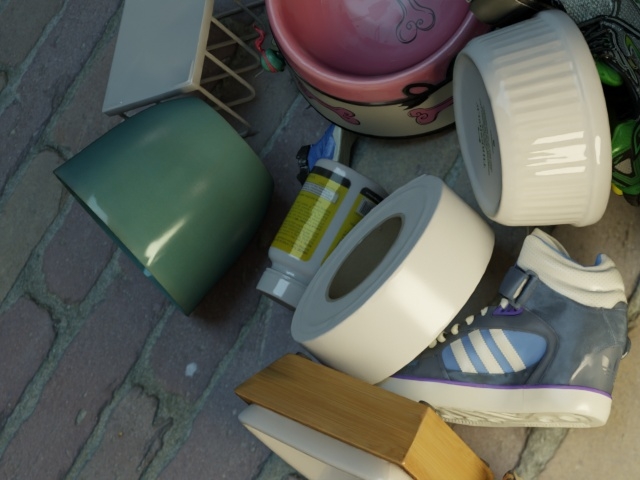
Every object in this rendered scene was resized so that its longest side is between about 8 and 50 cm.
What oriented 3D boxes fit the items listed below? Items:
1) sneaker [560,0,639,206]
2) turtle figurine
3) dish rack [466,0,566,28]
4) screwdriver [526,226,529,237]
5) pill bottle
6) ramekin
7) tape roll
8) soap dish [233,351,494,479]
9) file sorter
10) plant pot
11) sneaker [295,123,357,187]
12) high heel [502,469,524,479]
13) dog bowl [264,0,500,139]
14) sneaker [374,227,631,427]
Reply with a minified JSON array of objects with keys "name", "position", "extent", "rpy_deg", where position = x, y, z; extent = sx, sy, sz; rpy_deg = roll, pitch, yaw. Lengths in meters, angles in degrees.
[{"name":"sneaker","position":[0.372,-0.218,1.886],"extent":[0.134,0.146,0.344],"rpy_deg":[-29,51,23]},{"name":"turtle figurine","position":[-0.009,-0.306,2.272],"extent":[0.234,0.118,0.175],"rpy_deg":[-36,48,11]},{"name":"dish rack","position":[0.181,-0.376,1.872],"extent":[0.074,0.208,0.271],"rpy_deg":[-41,74,20]},{"name":"screwdriver","position":[0.266,0.051,1.901],"extent":[0.024,0.025,0.170],"rpy_deg":[-14,64,33]},{"name":"pill bottle","position":[0.000,0.000,2.084],"extent":[0.119,0.119,0.208],"rpy_deg":[22,81,44]},{"name":"ramekin","position":[0.251,-0.140,1.803],"extent":[0.127,0.273,0.273],"rpy_deg":[-11,52,-7]},{"name":"tape roll","position":[0.092,0.050,1.905],"extent":[0.286,0.100,0.286],"rpy_deg":[-45,14,15]},{"name":"soap dish","position":[0.061,0.256,1.822],"extent":[0.291,0.229,0.118],"rpy_deg":[17,69,43]},{"name":"file sorter","position":[-0.204,-0.309,2.384],"extent":[0.192,0.173,0.278],"rpy_deg":[-12,59,35]},{"name":"plant pot","position":[-0.211,-0.071,2.194],"extent":[0.235,0.293,0.293],"rpy_deg":[-42,45,-8]},{"name":"sneaker","position":[0.006,-0.145,2.201],"extent":[0.084,0.058,0.152],"rpy_deg":[2,74,30]},{"name":"high heel","position":[0.201,0.411,1.706],"extent":[0.186,0.093,0.261],"rpy_deg":[-27,61,17]},{"name":"dog bowl","position":[0.100,-0.357,2.089],"extent":[0.408,0.150,0.408],"rpy_deg":[-4,78,21]},{"name":"sneaker","position":[0.227,0.104,1.824],"extent":[0.322,0.130,0.236],"rpy_deg":[-1,71,35]}]
